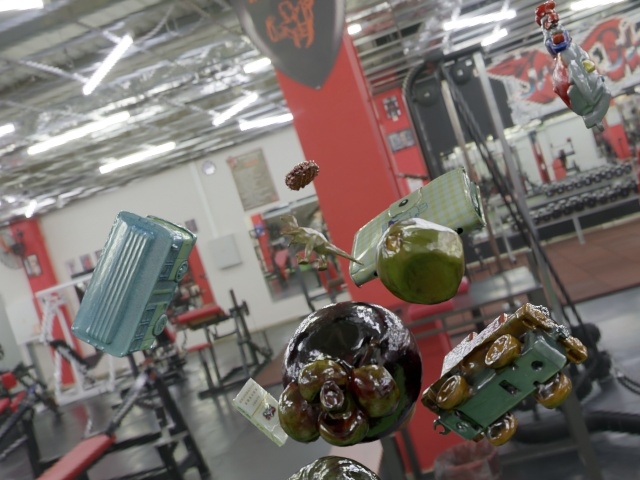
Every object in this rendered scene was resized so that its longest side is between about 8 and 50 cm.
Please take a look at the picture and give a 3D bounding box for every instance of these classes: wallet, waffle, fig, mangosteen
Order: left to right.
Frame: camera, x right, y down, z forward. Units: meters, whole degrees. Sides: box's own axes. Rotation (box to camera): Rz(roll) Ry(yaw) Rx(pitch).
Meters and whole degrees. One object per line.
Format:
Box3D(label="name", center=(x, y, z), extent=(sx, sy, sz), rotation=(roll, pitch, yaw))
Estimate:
Box3D(label="waffle", center=(-0.037, -0.131, 1.401), extent=(0.075, 0.029, 0.083), rotation=(-43, -19, 18))
Box3D(label="mangosteen", center=(0.056, 0.285, 1.418), extent=(0.307, 0.306, 0.347), rotation=(-17, 12, 23))
Box3D(label="wallet", center=(0.208, -0.033, 1.529), extent=(0.310, 0.077, 0.223), rotation=(-28, 29, 21))
Box3D(label="fig", center=(0.158, 0.031, 1.122), extent=(0.144, 0.154, 0.166), rotation=(-36, -26, 26))

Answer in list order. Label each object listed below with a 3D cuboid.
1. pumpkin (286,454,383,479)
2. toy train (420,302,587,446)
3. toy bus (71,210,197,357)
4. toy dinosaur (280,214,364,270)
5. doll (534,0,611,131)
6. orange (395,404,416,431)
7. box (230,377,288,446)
Box3D(label="pumpkin", center=(0.006, 0.414, 0.975), extent=(0.224, 0.157, 0.223), rotation=(-36, 25, 20))
Box3D(label="toy train", center=(0.359, 0.270, 1.410), extent=(0.369, 0.163, 0.231), rotation=(-50, 8, 30))
Box3D(label="toy bus", center=(-0.429, 0.100, 1.609), extent=(0.152, 0.312, 0.190), rotation=(23, 3, 12))
Box3D(label="toy dinosaur", center=(0.000, 0.000, 1.401), extent=(0.162, 0.126, 0.039), rotation=(-2, -31, -15))
Box3D(label="doll", center=(0.346, -0.235, 0.945), extent=(0.062, 0.194, 0.104), rotation=(-20, -11, -2))
Box3D(label="orange", center=(0.200, 0.490, 2.102), extent=(0.206, 0.206, 0.206), rotation=(-18, 2, 1))
Box3D(label="box", center=(-0.140, 0.433, 1.732), extent=(0.024, 0.167, 0.090), rotation=(-46, 3, 38))
